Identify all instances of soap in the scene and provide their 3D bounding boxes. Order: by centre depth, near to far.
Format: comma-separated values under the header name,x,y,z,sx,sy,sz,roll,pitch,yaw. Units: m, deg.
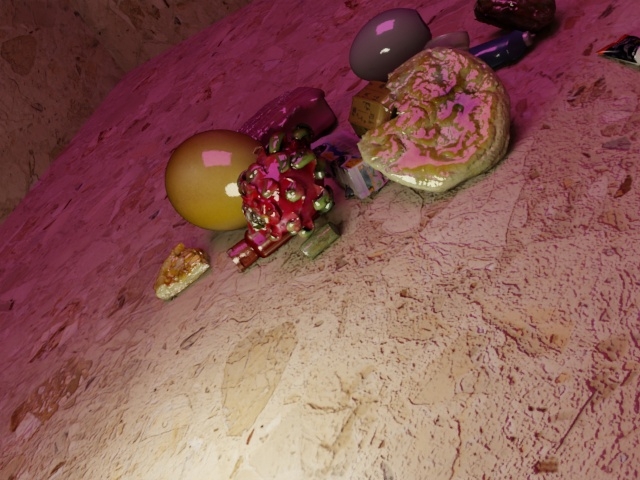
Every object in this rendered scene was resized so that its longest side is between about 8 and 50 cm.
name,x,y,z,sx,sy,sz,roll,pitch,yaw
soap,-0.116,-0.296,2.076,0.325,0.127,0.220,-45,30,-18

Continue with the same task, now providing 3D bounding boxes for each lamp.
name,x,y,z,sx,sy,sz,roll,pitch,yaw
lamp,0.157,-0.285,1.736,0.161,0.161,0.185,-41,27,-10

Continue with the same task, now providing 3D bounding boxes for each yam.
name,x,y,z,sx,sy,sz,roll,pitch,yaw
yam,0.000,0.000,1.588,0.094,0.043,0.043,-40,28,-7

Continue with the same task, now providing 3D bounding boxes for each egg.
name,x,y,z,sx,sy,sz,roll,pitch,yaw
egg,-0.234,-0.147,1.848,0.323,0.250,0.250,2,45,40
egg,0.183,-0.521,2.038,0.232,0.176,0.176,-29,28,25

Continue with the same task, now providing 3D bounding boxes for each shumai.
name,x,y,z,sx,sy,sz,roll,pitch,yaw
shumai,0.482,-0.604,1.818,0.218,0.184,0.185,-88,18,-77

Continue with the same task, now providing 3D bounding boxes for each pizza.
name,x,y,z,sx,sy,sz,roll,pitch,yaw
pizza,-0.330,0.065,1.833,0.161,0.062,0.182,-7,37,34

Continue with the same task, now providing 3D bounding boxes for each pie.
name,x,y,z,sx,sy,sz,roll,pitch,yaw
pie,0.237,-0.248,1.538,0.338,0.075,0.337,-9,65,20

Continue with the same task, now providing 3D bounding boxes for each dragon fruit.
name,x,y,z,sx,sy,sz,roll,pitch,yaw
dragon fruit,-0.083,-0.130,1.615,0.218,0.198,0.272,119,143,-45

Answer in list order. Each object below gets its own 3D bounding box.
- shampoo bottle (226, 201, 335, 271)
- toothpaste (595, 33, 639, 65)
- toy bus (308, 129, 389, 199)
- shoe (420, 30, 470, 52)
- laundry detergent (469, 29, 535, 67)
name,x,y,z,sx,sy,sz,roll,pitch,yaw
shampoo bottle,-0.094,-0.032,1.715,0.260,0.064,0.102,-38,36,-3
toothpaste,0.611,-0.374,1.491,0.071,0.045,0.193,-31,23,9
toy bus,0.065,-0.179,1.740,0.112,0.090,0.274,-32,27,-7
shoe,0.271,-0.355,1.767,0.124,0.159,0.316,-17,-10,-17
laundry detergent,0.410,-0.445,1.798,0.206,0.061,0.096,-17,22,30
